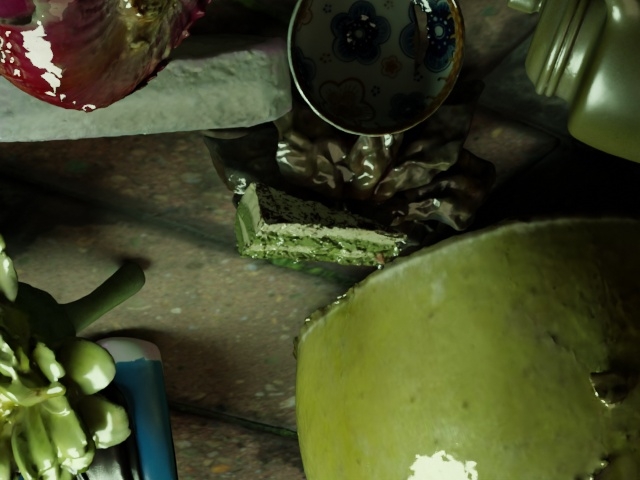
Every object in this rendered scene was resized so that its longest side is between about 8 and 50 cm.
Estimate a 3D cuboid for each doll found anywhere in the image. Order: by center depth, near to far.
[{"bbox_3d":[-0.287,0.233,1.642,0.310,0.240,0.284,-9,121,-6],"label":"doll"}]

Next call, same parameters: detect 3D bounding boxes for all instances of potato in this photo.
[{"bbox_3d":[0.195,0.195,1.610,0.385,0.319,0.442,12,152,-38],"label":"potato"}]

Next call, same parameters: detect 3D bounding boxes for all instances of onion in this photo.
[{"bbox_3d":[-0.159,-0.205,1.141,0.230,0.163,0.230,-47,159,-24],"label":"onion"}]

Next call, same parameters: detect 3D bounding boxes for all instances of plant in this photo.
[{"bbox_3d":[-0.283,0.107,1.452,0.261,0.306,0.297,-52,165,5],"label":"plant"}]

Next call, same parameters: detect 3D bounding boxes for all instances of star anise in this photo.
[{"bbox_3d":[0.034,-0.054,1.453,0.236,0.109,0.223,-15,140,6],"label":"star anise"}]

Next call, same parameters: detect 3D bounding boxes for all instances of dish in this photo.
[{"bbox_3d":[0.033,-0.154,1.343,0.141,0.078,0.141,-3,102,-17],"label":"dish"}]

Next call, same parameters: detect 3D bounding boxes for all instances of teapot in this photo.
[{"bbox_3d":[0.227,-0.159,1.324,0.175,0.185,0.267,23,173,6],"label":"teapot"}]

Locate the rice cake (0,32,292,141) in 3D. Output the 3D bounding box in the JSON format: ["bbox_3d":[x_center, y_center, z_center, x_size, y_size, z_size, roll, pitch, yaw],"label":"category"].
[{"bbox_3d":[-0.217,-0.116,1.313,0.399,0.064,0.070,-3,116,-13],"label":"rice cake"}]

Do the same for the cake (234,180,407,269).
[{"bbox_3d":[0.000,0.000,1.404,0.140,0.055,0.051,17,132,-12],"label":"cake"}]
